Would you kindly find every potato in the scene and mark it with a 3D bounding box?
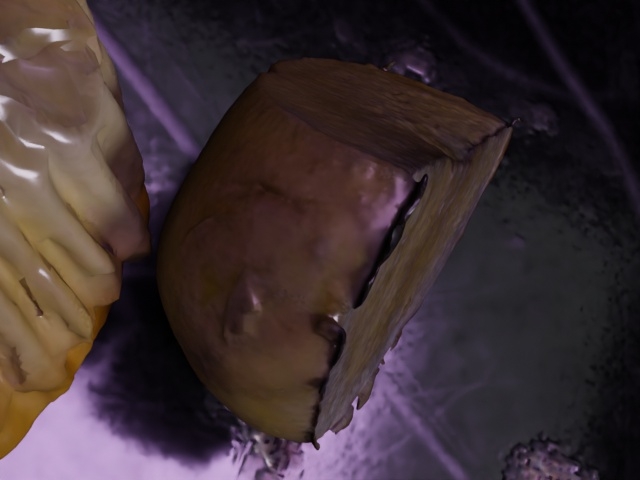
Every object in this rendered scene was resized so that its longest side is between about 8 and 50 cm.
[{"bbox_3d":[0.000,0.000,0.526,0.098,0.243,0.138,26,106,12],"label":"potato"}]

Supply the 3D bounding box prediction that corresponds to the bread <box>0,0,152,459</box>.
[{"bbox_3d":[-0.244,0.024,0.422,0.388,0.183,0.236,-25,71,-16],"label":"bread"}]
